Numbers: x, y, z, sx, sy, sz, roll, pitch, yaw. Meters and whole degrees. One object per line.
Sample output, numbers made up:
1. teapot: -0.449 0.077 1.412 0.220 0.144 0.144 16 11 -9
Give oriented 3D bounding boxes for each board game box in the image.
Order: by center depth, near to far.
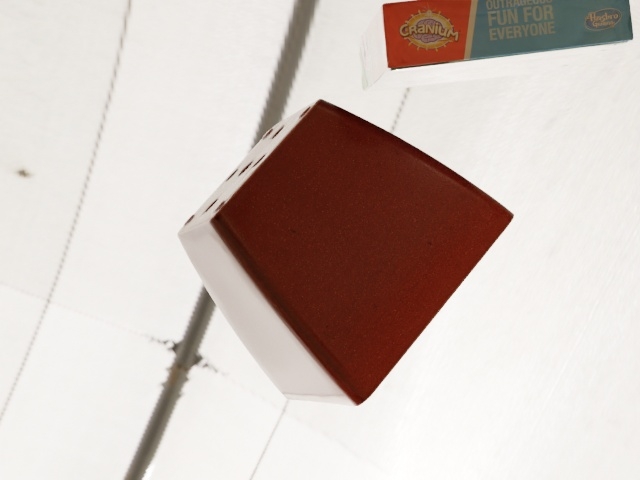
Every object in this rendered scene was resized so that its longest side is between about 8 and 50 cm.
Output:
1. board game box: 0.172 -0.214 1.363 0.242 0.316 0.064 -7 -87 -3

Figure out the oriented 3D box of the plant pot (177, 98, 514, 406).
1. plant pot: 0.000 0.000 1.396 0.236 0.267 0.267 44 -106 -10
